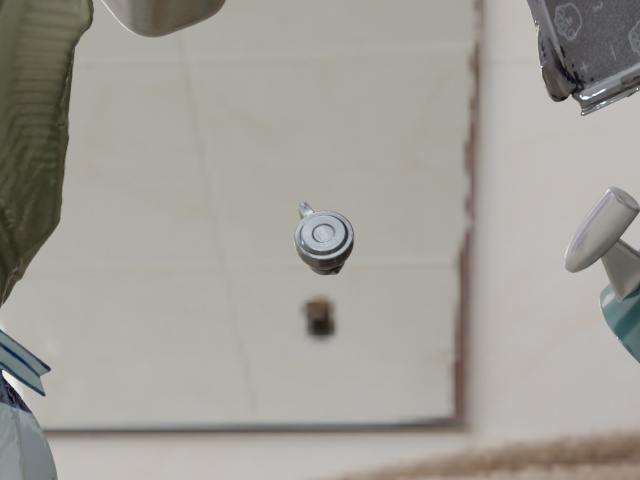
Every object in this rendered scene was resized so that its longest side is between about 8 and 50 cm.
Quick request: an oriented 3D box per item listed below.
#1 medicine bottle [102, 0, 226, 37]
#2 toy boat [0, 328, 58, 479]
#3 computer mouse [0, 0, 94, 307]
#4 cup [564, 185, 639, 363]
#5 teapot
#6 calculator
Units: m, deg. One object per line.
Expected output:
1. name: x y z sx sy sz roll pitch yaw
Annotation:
1. medicine bottle: -0.159 -0.357 1.712 0.282 0.123 0.375 57 158 21
2. toy boat: -0.274 0.200 1.338 0.070 0.210 0.291 144 123 -65
3. computer mouse: -0.299 -0.132 1.609 0.228 0.145 0.429 44 133 41
4. cup: 0.345 0.034 1.645 0.173 0.300 0.167 -52 26 23
5. teapot: 0.000 0.000 2.188 0.088 0.066 0.057 57 165 32
6. calculator: 0.218 -0.190 1.222 0.274 0.028 0.165 -26 78 52
